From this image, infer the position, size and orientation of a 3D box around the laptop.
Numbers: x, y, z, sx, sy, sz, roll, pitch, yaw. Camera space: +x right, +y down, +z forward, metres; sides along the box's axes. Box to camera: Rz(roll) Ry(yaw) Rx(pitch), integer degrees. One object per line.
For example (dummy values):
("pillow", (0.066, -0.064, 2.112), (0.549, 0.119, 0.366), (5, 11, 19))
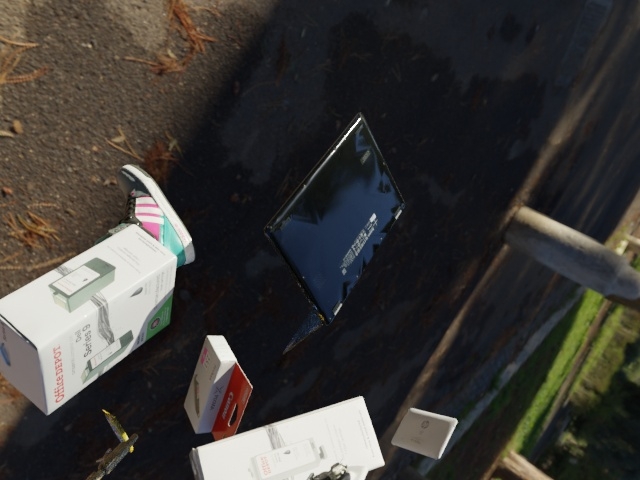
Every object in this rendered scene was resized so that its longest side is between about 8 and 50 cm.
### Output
("laptop", (0.000, 0.000, 1.290), (0.382, 0.236, 0.408), (-54, 129, -34))

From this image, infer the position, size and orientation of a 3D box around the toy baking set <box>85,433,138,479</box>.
("toy baking set", (-0.532, 0.546, 1.398), (0.196, 0.030, 0.256), (-37, -175, 34))

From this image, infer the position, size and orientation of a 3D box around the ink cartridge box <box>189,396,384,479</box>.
("ink cartridge box", (-0.066, 0.370, 0.960), (0.282, 0.117, 0.207), (-12, 161, -19))

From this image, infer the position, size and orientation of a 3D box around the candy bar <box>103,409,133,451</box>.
("candy bar", (-0.558, 0.527, 1.576), (0.018, 0.040, 0.162), (-44, 133, -40))

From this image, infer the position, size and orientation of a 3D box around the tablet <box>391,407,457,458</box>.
("tablet", (0.128, 0.238, 0.708), (0.006, 0.083, 0.054), (47, 62, -23))

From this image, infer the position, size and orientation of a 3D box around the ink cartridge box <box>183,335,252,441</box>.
("ink cartridge box", (-0.310, 0.462, 1.682), (0.060, 0.239, 0.275), (7, 114, -34))

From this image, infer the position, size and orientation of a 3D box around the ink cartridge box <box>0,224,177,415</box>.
("ink cartridge box", (-0.407, 0.136, 1.014), (0.289, 0.121, 0.211), (-40, 158, -43))

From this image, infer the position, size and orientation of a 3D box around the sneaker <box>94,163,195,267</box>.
("sneaker", (-0.432, -0.036, 1.286), (0.178, 0.296, 0.124), (-26, 156, -33))

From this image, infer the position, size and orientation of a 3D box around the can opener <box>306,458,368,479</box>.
("can opener", (0.004, 0.329, 0.658), (0.074, 0.093, 0.280), (-17, 172, 13))
